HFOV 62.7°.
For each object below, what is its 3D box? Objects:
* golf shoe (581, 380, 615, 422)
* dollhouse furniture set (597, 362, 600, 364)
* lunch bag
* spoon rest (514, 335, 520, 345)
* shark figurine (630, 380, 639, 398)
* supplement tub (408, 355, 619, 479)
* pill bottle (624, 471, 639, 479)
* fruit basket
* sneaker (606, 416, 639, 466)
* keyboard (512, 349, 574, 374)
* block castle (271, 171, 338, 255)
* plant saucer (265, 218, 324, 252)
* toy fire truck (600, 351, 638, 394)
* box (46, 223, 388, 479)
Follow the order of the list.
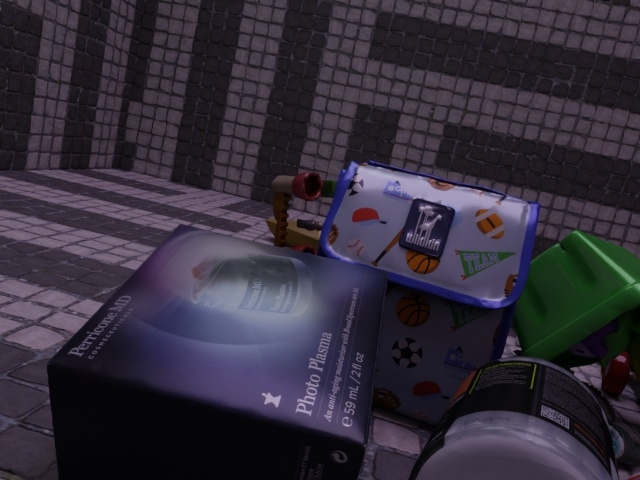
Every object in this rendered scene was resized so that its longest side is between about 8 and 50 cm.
[{"bbox_3d":[0.476,0.303,1.023,0.086,0.067,0.186,-28,33,-15],"label":"golf shoe"},{"bbox_3d":[0.753,0.254,1.422,0.144,0.123,0.151,9,11,-20],"label":"dollhouse furniture set"},{"bbox_3d":[0.155,0.083,0.880,0.328,0.385,0.239,16,10,13],"label":"lunch bag"},{"bbox_3d":[0.595,0.229,1.473,0.137,0.084,0.276,11,9,24],"label":"spoon rest"},{"bbox_3d":[0.623,0.313,0.961,0.116,0.166,0.278,41,45,11],"label":"shark figurine"},{"bbox_3d":[0.227,0.248,0.595,0.193,0.193,0.316,17,11,24],"label":"supplement tub"},{"bbox_3d":[0.345,0.325,0.509,0.124,0.124,0.221,18,10,30],"label":"pill bottle"},{"bbox_3d":[0.548,0.175,0.913,0.392,0.283,0.392,31,33,-23],"label":"fruit basket"},{"bbox_3d":[0.481,0.329,0.895,0.076,0.065,0.166,28,12,-4],"label":"sneaker"},{"bbox_3d":[0.524,0.296,1.203,0.108,0.023,0.180,6,11,-3],"label":"keyboard"},{"bbox_3d":[0.064,-0.049,1.653,0.213,0.303,0.453,9,6,43],"label":"block castle"},{"bbox_3d":[0.000,0.000,2.038,0.332,0.081,0.333,22,14,41],"label":"plant saucer"},{"bbox_3d":[0.758,0.230,1.182,0.169,0.254,0.302,17,11,25],"label":"toy fire truck"},{"bbox_3d":[-0.089,0.144,0.606,0.294,0.183,0.296,12,29,4],"label":"box"}]
